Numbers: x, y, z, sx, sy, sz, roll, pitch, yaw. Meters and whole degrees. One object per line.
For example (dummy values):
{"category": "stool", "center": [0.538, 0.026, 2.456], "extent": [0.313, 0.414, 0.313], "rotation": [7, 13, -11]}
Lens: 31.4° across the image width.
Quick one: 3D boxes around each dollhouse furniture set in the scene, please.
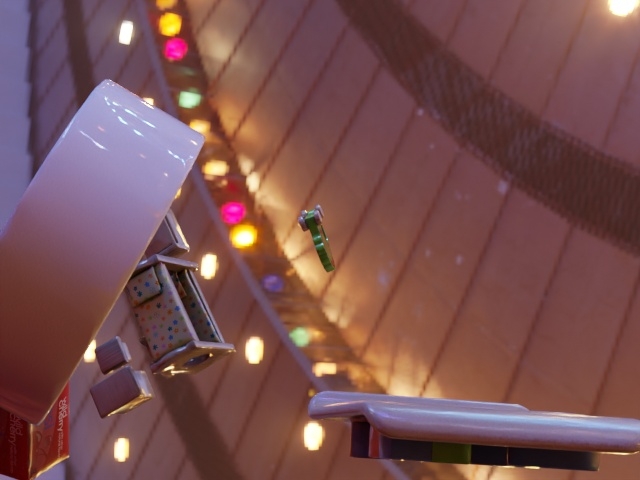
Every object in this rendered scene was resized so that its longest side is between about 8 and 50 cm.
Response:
{"category": "dollhouse furniture set", "center": [-0.213, 0.075, 1.229], "extent": [0.161, 0.101, 0.182], "rotation": [-31, -107, 16]}

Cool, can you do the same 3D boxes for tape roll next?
{"category": "tape roll", "center": [-0.209, 0.009, 0.956], "extent": [0.286, 0.100, 0.286], "rotation": [-58, -170, 16]}

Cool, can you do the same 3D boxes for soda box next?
{"category": "soda box", "center": [-0.361, 0.150, 1.370], "extent": [0.092, 0.083, 0.263], "rotation": [11, -72, 22]}

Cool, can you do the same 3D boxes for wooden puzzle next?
{"category": "wooden puzzle", "center": [0.170, 0.235, 1.363], "extent": [0.348, 0.322, 0.080], "rotation": [156, -62, -77]}

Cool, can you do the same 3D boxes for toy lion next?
{"category": "toy lion", "center": [0.000, 0.000, 1.708], "extent": [0.100, 0.034, 0.096], "rotation": [-78, 146, -80]}
